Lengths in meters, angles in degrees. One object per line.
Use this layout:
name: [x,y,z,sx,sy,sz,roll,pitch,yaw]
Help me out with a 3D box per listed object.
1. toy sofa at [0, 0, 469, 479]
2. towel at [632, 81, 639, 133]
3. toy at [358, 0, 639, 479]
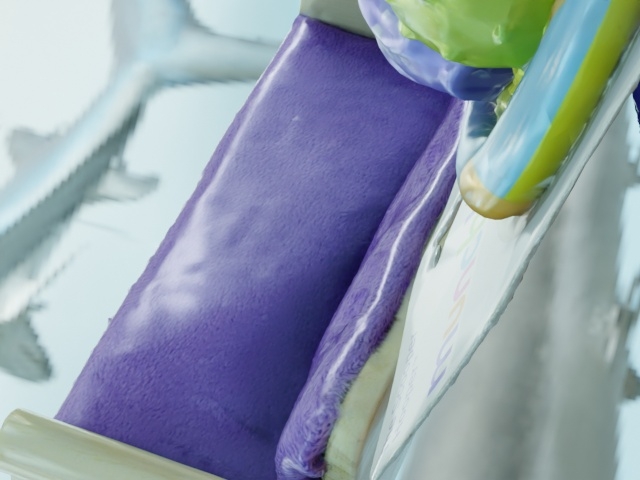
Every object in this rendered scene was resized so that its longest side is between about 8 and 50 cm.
toy sofa: [0.000,0.000,0.851,0.177,0.150,0.362,95,-162,-47]
towel: [0.219,0.013,0.756,0.227,0.076,0.308,132,123,-75]
toy: [0.045,-0.076,0.342,0.237,0.056,0.137,-59,7,46]
